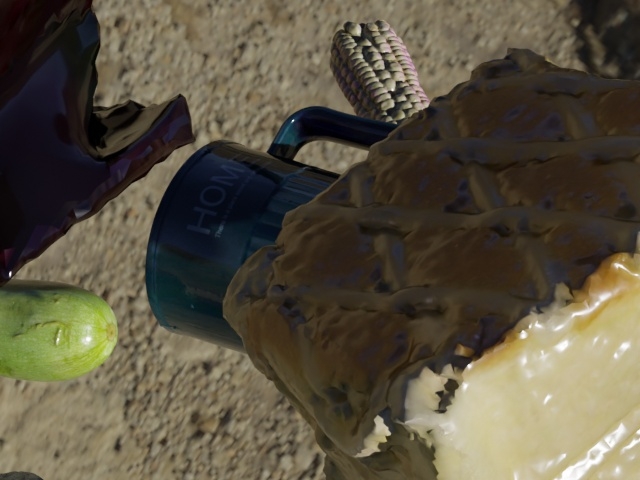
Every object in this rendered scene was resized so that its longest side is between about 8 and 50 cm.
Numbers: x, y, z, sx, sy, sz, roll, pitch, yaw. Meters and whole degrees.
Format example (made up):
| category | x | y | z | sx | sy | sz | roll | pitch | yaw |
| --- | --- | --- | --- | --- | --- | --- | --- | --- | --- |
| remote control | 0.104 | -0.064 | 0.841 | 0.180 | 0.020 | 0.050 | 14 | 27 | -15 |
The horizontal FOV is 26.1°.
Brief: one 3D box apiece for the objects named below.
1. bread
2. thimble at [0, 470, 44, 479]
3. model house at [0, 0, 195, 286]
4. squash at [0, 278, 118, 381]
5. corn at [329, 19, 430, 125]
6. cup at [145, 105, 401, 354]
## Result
| category | x | y | z | sx | sy | sz | roll | pitch | yaw |
| --- | --- | --- | --- | --- | --- | --- | --- | --- | --- |
| bread | 0.156 | 0.067 | 1.084 | 0.371 | 0.390 | 0.279 | -36 | 118 | -10 |
| thimble | -0.220 | 0.231 | 0.767 | 0.235 | 0.198 | 0.143 | -23 | 101 | -6 |
| model house | -0.118 | -0.043 | 0.306 | 0.141 | 0.164 | 0.203 | 40 | 36 | 8 |
| squash | -0.408 | 0.100 | 1.618 | 0.371 | 0.118 | 0.118 | 3 | 52 | 21 |
| corn | 0.107 | -0.198 | 2.083 | 0.127 | 0.126 | 0.335 | -2 | 49 | -23 |
| cup | -0.001 | 0.017 | 1.625 | 0.292 | 0.242 | 0.308 | 17 | 38 | 27 |
